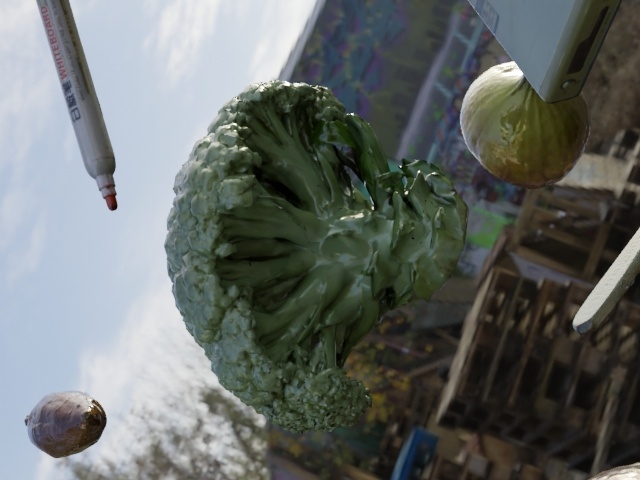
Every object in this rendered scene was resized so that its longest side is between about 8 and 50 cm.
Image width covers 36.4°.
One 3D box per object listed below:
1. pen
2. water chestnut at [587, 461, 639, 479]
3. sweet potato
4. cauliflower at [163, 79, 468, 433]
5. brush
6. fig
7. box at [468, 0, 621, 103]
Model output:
[{"bbox_3d":[-0.182,-0.123,0.716,0.026,0.026,0.218,76,176,-79],"label":"pen"},{"bbox_3d":[0.378,0.360,0.962,0.302,0.350,0.350,-58,-13,-48],"label":"water chestnut"},{"bbox_3d":[-0.124,0.091,0.480,0.095,0.034,0.034,-16,47,59],"label":"sweet potato"},{"bbox_3d":[0.000,0.000,0.822,0.272,0.250,0.275,-79,-21,-71],"label":"cauliflower"},{"bbox_3d":[0.370,-0.027,1.060,0.336,0.020,0.085,-50,9,-20],"label":"brush"},{"bbox_3d":[0.222,-0.146,1.109,0.143,0.160,0.230,-38,-22,18],"label":"fig"},{"bbox_3d":[0.185,-0.269,0.804,0.045,0.211,0.270,-21,-28,-15],"label":"box"}]
